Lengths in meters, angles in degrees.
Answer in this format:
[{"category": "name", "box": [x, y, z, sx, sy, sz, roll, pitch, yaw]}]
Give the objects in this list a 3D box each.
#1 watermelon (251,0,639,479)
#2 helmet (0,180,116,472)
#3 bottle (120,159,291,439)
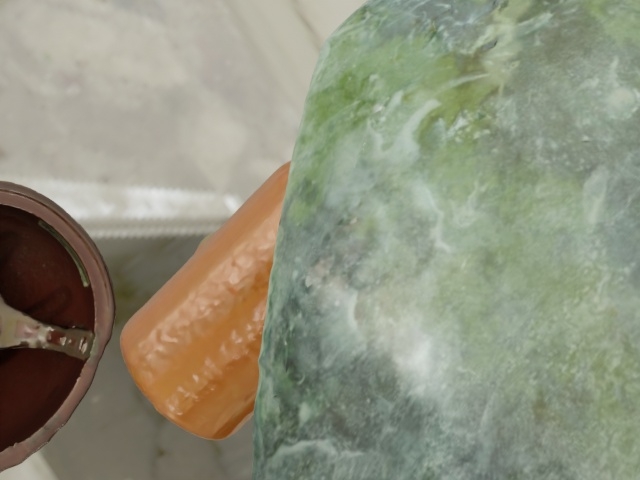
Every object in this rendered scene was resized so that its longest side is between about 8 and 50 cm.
[{"category": "watermelon", "box": [0.099, 0.077, 0.631, 0.320, 0.289, 0.214, 37, 3, 7]}, {"category": "helmet", "box": [-0.121, 0.032, 0.641, 0.089, 0.111, 0.057, 49, -8, -6]}, {"category": "bottle", "box": [0.000, 0.000, 0.811, 0.069, 0.187, 0.069, 41, 19, -17]}]
